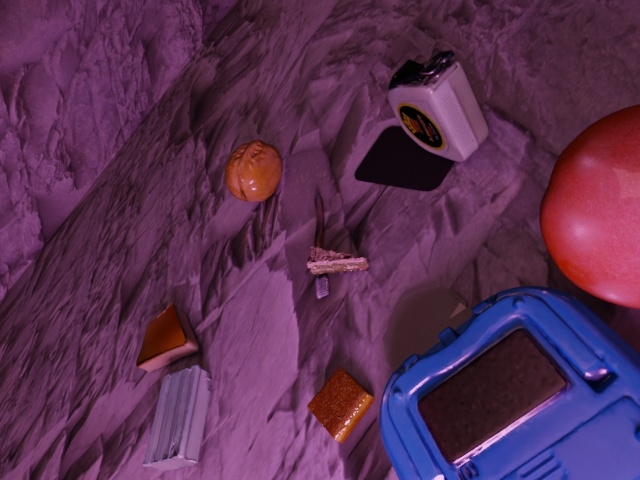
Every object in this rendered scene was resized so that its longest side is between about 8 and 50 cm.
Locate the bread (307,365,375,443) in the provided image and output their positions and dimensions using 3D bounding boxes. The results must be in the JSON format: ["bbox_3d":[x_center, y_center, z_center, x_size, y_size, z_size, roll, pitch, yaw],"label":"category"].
[{"bbox_3d":[0.035,0.281,0.814,0.094,0.035,0.090,-51,39,-7],"label":"bread"}]

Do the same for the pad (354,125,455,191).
[{"bbox_3d":[0.206,-0.198,1.108,0.267,0.004,0.181,20,71,49],"label":"pad"}]

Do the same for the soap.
[{"bbox_3d":[-0.300,0.378,1.015,0.114,0.063,0.199,-22,44,25],"label":"soap"}]

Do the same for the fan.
[{"bbox_3d":[0.235,0.160,0.757,0.310,0.010,0.182,1,62,44],"label":"fan"}]

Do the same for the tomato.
[{"bbox_3d":[0.412,-0.040,0.584,0.256,0.256,0.224,-47,23,-1],"label":"tomato"}]

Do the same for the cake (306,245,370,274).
[{"bbox_3d":[0.034,0.050,0.991,0.139,0.051,0.055,9,56,35],"label":"cake"}]

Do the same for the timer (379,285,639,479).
[{"bbox_3d":[0.242,0.231,0.603,0.340,0.115,0.309,-40,38,10],"label":"timer"}]

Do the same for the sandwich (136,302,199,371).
[{"bbox_3d":[-0.380,0.235,1.220,0.192,0.058,0.163,-26,42,28],"label":"sandwich"}]

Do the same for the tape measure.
[{"bbox_3d":[0.230,-0.290,0.972,0.115,0.235,0.207,-44,38,-2],"label":"tape measure"}]

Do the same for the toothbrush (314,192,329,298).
[{"bbox_3d":[-0.003,0.001,1.108,0.031,0.023,0.321,-22,45,18],"label":"toothbrush"}]

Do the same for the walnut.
[{"bbox_3d":[-0.191,-0.201,1.359,0.159,0.159,0.207,-13,42,35],"label":"walnut"}]
